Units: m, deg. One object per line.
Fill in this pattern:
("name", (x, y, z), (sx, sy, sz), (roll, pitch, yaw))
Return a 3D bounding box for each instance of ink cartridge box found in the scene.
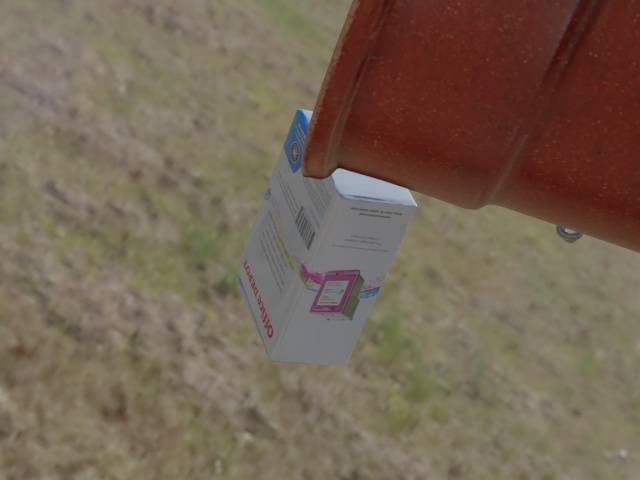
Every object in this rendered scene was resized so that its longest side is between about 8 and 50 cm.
("ink cartridge box", (0.000, 0.000, 0.905), (0.052, 0.122, 0.088), (7, 35, -25))

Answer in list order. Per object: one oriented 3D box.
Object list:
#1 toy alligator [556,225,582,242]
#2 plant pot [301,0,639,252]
("toy alligator", (0.235, -0.091, 1.295), (0.056, 0.190, 0.051), (18, -17, 4))
("plant pot", (0.168, -0.095, 0.575), (0.265, 0.272, 0.272), (24, 13, 3))
